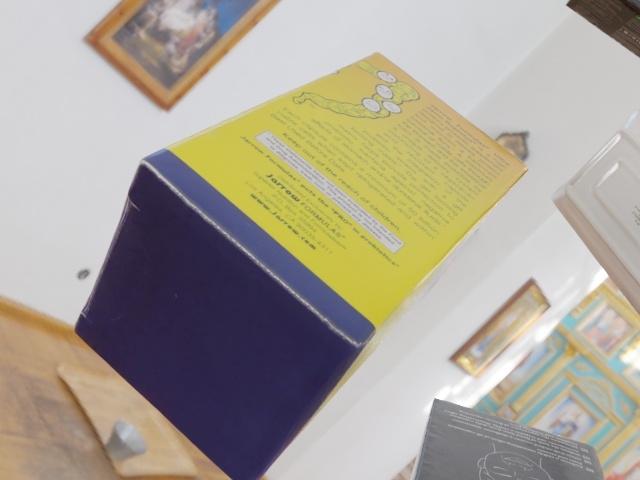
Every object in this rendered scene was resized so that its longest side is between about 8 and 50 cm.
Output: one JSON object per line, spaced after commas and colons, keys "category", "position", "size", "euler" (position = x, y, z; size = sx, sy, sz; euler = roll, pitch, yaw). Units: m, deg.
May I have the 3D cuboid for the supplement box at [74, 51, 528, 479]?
{"category": "supplement box", "position": [0.000, 0.000, 0.687], "size": [0.195, 0.194, 0.356], "euler": [40, 38, 10]}

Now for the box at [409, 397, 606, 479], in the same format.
{"category": "box", "position": [0.272, 0.438, 1.211], "size": [0.293, 0.212, 0.395], "euler": [16, 10, 11]}

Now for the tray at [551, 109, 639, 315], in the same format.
{"category": "tray", "position": [0.344, -0.020, 0.824], "size": [0.030, 0.145, 0.270], "euler": [24, 29, -33]}

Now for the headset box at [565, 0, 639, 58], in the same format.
{"category": "headset box", "position": [0.589, -0.440, 1.270], "size": [0.246, 0.283, 0.131], "euler": [37, -4, 0]}
